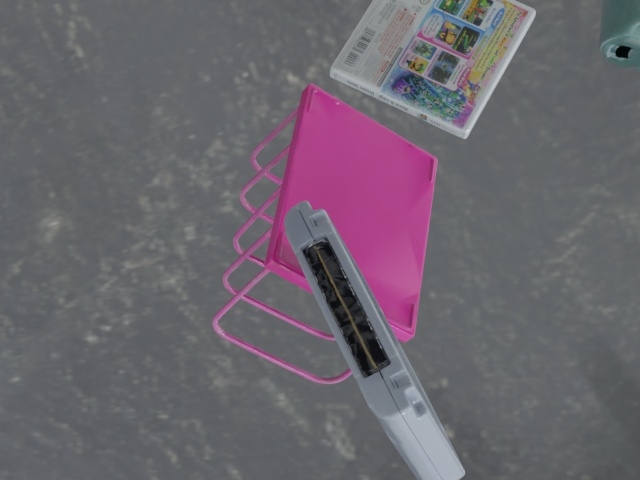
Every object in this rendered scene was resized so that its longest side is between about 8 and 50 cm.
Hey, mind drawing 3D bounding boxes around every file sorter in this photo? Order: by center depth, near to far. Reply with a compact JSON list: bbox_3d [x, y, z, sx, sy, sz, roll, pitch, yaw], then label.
[{"bbox_3d":[0.000,0.000,1.880,0.202,0.182,0.290,29,47,-20],"label":"file sorter"}]

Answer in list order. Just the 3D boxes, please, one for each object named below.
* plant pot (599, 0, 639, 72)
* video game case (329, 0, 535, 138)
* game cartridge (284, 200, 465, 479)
[{"bbox_3d":[0.442,-0.339,1.579,0.341,0.341,0.334,15,84,-34],"label":"plant pot"},{"bbox_3d":[0.107,-0.186,1.423,0.143,0.019,0.157,26,65,10],"label":"video game case"},{"bbox_3d":[0.056,0.114,1.578,0.060,0.294,0.196,-31,140,5],"label":"game cartridge"}]
